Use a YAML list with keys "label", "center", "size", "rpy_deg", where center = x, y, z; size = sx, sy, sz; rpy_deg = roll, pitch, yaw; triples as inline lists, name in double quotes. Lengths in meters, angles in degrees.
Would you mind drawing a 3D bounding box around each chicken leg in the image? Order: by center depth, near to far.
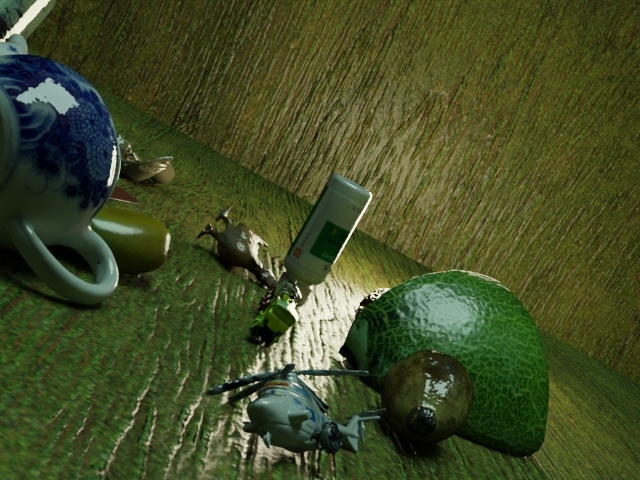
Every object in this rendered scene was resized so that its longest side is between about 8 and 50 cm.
- label: "chicken leg"
  center: [0.170, 0.172, 2.060]
  size: [0.177, 0.083, 0.322]
  rpy_deg: [39, 10, 4]

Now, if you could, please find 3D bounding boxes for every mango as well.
- label: "mango"
  center: [-0.314, -0.006, 1.391]
  size: [0.194, 0.092, 0.130]
  rpy_deg: [20, 12, -24]

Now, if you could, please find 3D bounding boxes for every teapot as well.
- label: "teapot"
  center: [-0.372, -0.109, 1.246]
  size: [0.280, 0.252, 0.424]
  rpy_deg: [8, 54, -66]

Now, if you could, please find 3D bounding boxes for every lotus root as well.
- label: "lotus root"
  center: [0.154, 0.238, 1.396]
  size: [0.138, 0.138, 0.214]
  rpy_deg: [30, 20, 7]

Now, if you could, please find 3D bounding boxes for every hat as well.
- label: "hat"
  center: [-0.405, -0.159, 2.171]
  size: [0.147, 0.085, 0.175]
  rpy_deg: [20, -18, 16]

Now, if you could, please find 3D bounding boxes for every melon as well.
- label: "melon"
  center: [0.219, 0.212, 1.650]
  size: [0.343, 0.331, 0.226]
  rpy_deg: [13, -20, -41]

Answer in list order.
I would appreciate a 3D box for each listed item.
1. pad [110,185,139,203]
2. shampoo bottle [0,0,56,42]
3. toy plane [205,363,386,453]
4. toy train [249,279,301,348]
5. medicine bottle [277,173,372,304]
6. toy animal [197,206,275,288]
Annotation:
- label: "pad"
  center: [-0.485, -0.127, 1.864]
  size: [0.181, 0.004, 0.267]
  rpy_deg: [32, 9, 21]
- label: "shampoo bottle"
  center: [-0.514, -0.251, 1.350]
  size: [0.078, 0.359, 0.134]
  rpy_deg: [29, -23, 5]
- label: "toy plane"
  center: [-0.018, 0.221, 1.133]
  size: [0.182, 0.107, 0.273]
  rpy_deg: [-9, -27, 6]
- label: "toy train"
  center: [-0.069, 0.113, 1.542]
  size: [0.053, 0.085, 0.250]
  rpy_deg: [45, 6, -6]
- label: "medicine bottle"
  center: [0.000, 0.000, 1.839]
  size: [0.095, 0.260, 0.095]
  rpy_deg: [31, 8, -5]
- label: "toy animal"
  center: [-0.150, 0.019, 1.876]
  size: [0.179, 0.089, 0.188]
  rpy_deg: [46, 6, -6]
